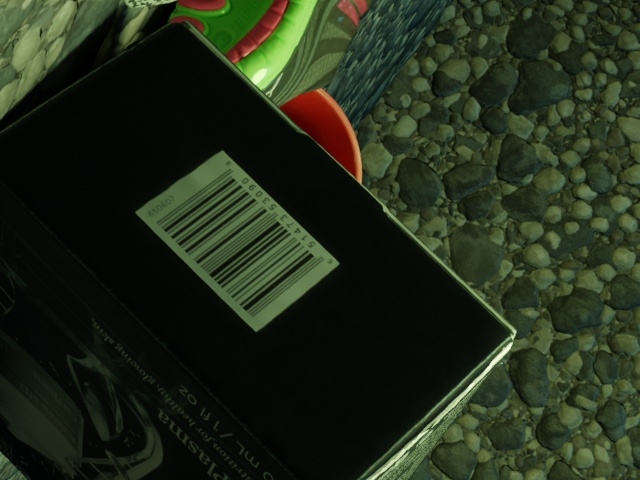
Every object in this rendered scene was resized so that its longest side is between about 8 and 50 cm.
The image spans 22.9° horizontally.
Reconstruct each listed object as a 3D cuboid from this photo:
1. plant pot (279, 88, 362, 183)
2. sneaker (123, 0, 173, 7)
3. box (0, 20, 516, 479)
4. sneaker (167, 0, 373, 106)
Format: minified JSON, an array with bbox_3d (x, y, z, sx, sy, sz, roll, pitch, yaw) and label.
[{"bbox_3d":[-0.099,-0.082,2.117,0.275,0.275,0.243,-55,-175,-10],"label":"plant pot"},{"bbox_3d":[-0.099,-0.320,1.498,0.182,0.158,0.410,-19,-163,19],"label":"sneaker"},{"bbox_3d":[-0.126,0.125,1.648,0.297,0.480,0.472,-39,165,-32],"label":"box"},{"bbox_3d":[-0.018,-0.301,1.851,0.483,0.185,0.202,-44,165,-27],"label":"sneaker"}]
